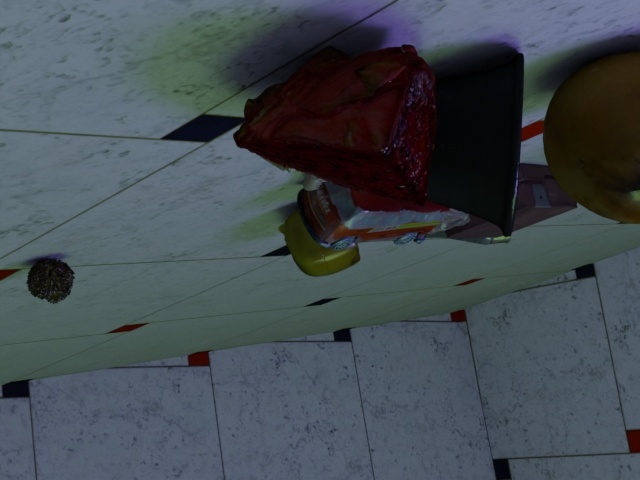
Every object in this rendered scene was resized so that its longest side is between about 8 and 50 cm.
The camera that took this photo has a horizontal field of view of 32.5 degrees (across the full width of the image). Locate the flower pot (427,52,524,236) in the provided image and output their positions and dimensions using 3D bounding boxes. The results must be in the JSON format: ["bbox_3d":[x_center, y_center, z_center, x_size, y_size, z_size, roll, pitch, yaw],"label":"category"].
[{"bbox_3d":[0.180,-0.125,1.403,0.148,0.235,0.235,4,172,9],"label":"flower pot"}]

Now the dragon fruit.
[{"bbox_3d":[0.018,-0.149,1.216,0.205,0.152,0.317,11,175,12],"label":"dragon fruit"}]

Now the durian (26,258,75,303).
[{"bbox_3d":[-0.454,0.071,1.832,0.080,0.080,0.091,-4,144,-45],"label":"durian"}]

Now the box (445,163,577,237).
[{"bbox_3d":[0.369,-0.073,2.174,0.215,0.086,0.215,-22,166,36],"label":"box"}]

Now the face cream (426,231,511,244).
[{"bbox_3d":[0.310,-0.021,2.460,0.224,0.070,0.114,-4,167,-9],"label":"face cream"}]

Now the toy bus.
[{"bbox_3d":[0.092,-0.062,1.803,0.265,0.121,0.120,-4,156,-43],"label":"toy bus"}]

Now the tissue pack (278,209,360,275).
[{"bbox_3d":[0.000,0.000,1.951,0.127,0.123,0.178,-19,170,1],"label":"tissue pack"}]

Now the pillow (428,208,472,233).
[{"bbox_3d":[0.157,-0.038,2.074,0.248,0.049,0.135,-8,160,12],"label":"pillow"}]

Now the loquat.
[{"bbox_3d":[0.442,-0.148,1.521,0.263,0.263,0.263,-14,169,-3],"label":"loquat"}]

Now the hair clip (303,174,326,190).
[{"bbox_3d":[0.026,-0.117,1.632,0.072,0.034,0.226,-1,165,-40],"label":"hair clip"}]
